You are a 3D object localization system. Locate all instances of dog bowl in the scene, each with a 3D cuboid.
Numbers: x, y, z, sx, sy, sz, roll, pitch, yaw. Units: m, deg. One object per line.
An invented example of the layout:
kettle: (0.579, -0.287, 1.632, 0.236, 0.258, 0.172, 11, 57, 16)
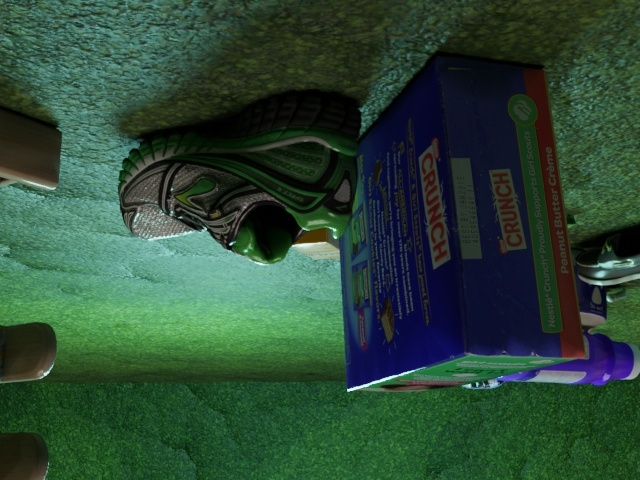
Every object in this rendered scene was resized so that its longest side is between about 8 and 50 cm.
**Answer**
dog bowl: (0.353, 0.092, 1.598, 0.264, 0.104, 0.265, 0, 166, 0)

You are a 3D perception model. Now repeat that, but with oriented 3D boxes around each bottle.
bottle: (0.429, 0.204, 1.633, 0.282, 0.092, 0.118, 6, 165, -20)

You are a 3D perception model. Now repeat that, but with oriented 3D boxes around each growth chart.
growth chart: (0.464, 0.113, 1.788, 0.237, 0.021, 0.172, -4, 179, 18)

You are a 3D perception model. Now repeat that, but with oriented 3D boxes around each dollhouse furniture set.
dollhouse furniture set: (-0.425, 0.073, 0.957, 0.256, 0.394, 0.362, -11, 162, 36)

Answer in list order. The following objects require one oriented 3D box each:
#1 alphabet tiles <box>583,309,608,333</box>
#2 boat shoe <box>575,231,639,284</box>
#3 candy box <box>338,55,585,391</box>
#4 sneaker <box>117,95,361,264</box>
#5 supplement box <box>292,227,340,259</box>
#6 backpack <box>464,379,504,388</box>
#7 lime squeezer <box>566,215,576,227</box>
alphabet tiles: (0.488, 0.205, 1.959, 0.237, 0.009, 0.198, 16, 115, -46)
boat shoe: (0.464, 0.018, 1.386, 0.081, 0.069, 0.227, -41, -163, -28)
candy box: (0.118, 0.006, 0.935, 0.122, 0.268, 0.317, 1, 166, -15)
sneaker: (-0.104, -0.044, 0.997, 0.134, 0.146, 0.343, 14, 161, -43)
supplement box: (0.000, 0.000, 1.382, 0.062, 0.036, 0.098, -5, 165, 23)
backpack: (0.354, 0.236, 2.020, 0.158, 0.173, 0.117, -7, 164, 22)
lime squeezer: (0.210, -0.027, 1.236, 0.310, 0.059, 0.109, 15, 160, -43)
